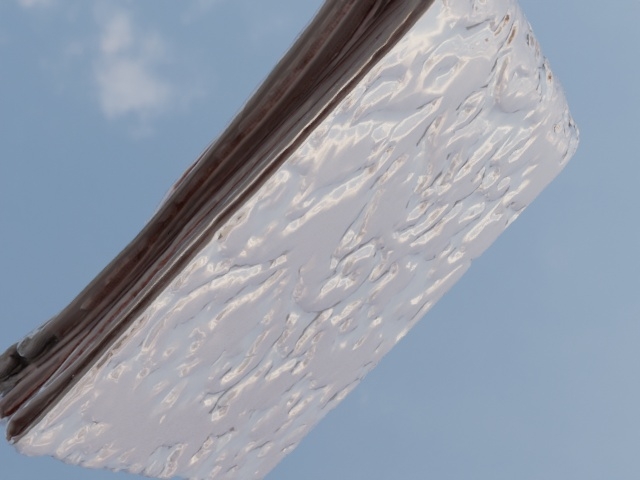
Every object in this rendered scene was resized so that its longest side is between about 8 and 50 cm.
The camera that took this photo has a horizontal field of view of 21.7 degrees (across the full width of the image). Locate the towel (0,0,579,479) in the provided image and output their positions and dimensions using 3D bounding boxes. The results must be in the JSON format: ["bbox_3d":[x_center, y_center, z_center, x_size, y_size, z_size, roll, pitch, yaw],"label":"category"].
[{"bbox_3d":[0.000,0.000,0.884,0.317,0.332,0.053,-46,-110,2],"label":"towel"}]
